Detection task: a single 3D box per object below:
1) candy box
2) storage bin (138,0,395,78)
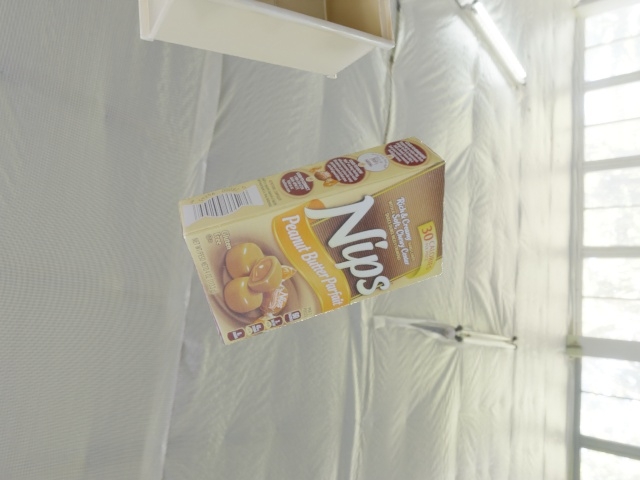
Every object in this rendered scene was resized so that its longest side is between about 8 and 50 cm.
[{"bbox_3d":[0.000,0.000,0.608,0.316,0.088,0.183,-16,-52,-9],"label":"candy box"},{"bbox_3d":[-0.063,-0.346,0.535,0.262,0.123,0.261,-2,-95,-32],"label":"storage bin"}]
